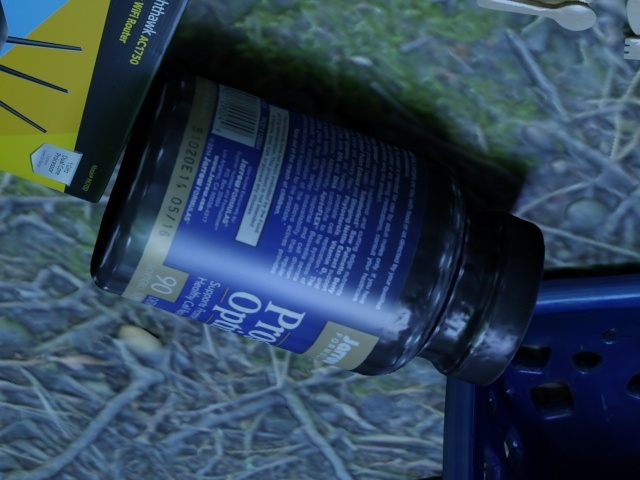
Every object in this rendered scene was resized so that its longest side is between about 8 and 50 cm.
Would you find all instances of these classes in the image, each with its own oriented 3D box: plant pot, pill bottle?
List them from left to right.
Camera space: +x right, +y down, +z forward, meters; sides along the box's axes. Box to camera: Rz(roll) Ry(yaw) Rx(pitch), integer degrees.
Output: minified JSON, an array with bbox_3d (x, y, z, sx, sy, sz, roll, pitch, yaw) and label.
[{"bbox_3d":[0.000,0.000,0.910,0.219,0.123,0.123,19,139,-11],"label":"pill bottle"},{"bbox_3d":[0.202,0.170,0.991,0.236,0.236,0.212,-3,144,15],"label":"plant pot"}]

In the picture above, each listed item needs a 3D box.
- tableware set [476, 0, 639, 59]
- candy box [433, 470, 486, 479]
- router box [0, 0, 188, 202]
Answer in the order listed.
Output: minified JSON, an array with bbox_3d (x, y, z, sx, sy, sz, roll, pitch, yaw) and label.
[{"bbox_3d":[0.152,-0.144,0.788,0.141,0.020,0.168,13,140,-4],"label":"tableware set"},{"bbox_3d":[0.086,0.256,1.236,0.165,0.070,0.196,-15,133,27],"label":"candy box"},{"bbox_3d":[-0.147,-0.107,0.875,0.133,0.046,0.179,19,139,-11],"label":"router box"}]
